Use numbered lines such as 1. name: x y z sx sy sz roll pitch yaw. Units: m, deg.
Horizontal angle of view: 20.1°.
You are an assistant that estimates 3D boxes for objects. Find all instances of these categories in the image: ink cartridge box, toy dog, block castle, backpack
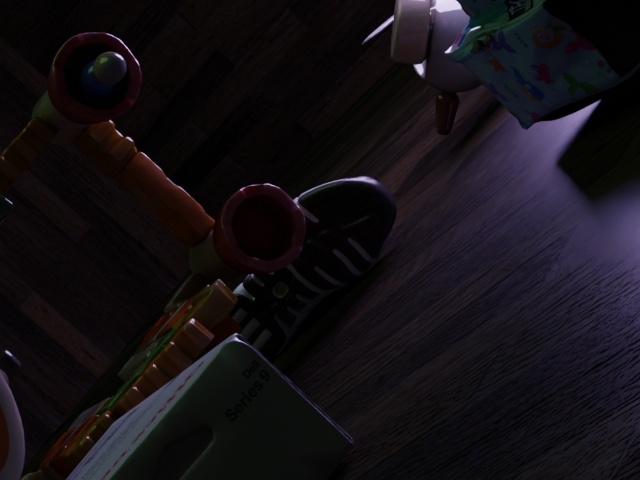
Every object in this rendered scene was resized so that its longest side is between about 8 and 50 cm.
1. ink cartridge box: -0.127 0.211 1.317 0.211 0.121 0.289 -50 6 -28
2. toy dog: 0.154 -0.232 2.114 0.334 0.220 0.161 -42 -34 -64
3. block castle: -0.248 0.062 1.647 0.453 0.303 0.213 -51 9 -25
4. backpack: 0.207 -0.211 1.448 0.225 0.191 0.253 -51 1 -20

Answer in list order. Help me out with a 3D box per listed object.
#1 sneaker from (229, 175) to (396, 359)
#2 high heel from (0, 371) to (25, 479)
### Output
1. sneaker: 0.000 0.000 1.941 0.281 0.106 0.162 -44 3 36
2. high heel: -0.330 0.227 1.459 0.181 0.377 0.127 10 18 43
